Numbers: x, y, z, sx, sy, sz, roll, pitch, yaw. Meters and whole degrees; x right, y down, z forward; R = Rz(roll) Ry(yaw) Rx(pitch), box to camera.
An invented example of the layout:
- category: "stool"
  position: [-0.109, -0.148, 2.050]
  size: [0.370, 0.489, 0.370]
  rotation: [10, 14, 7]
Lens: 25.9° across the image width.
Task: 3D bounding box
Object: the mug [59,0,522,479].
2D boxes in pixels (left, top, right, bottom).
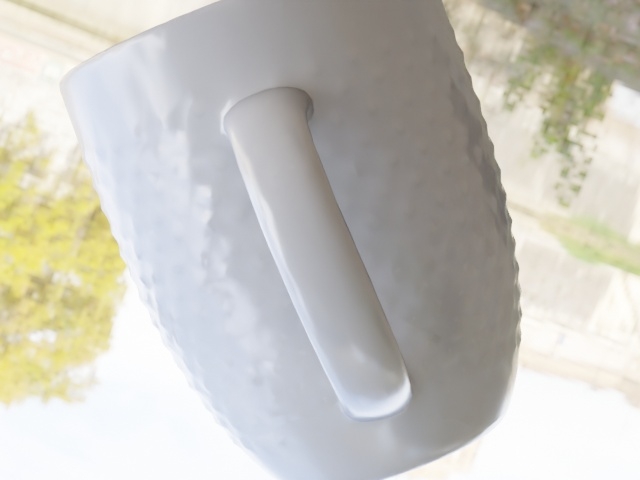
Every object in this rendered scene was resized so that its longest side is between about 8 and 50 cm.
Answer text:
- category: "mug"
  position: [0.000, 0.000, 0.943]
  size: [0.276, 0.328, 0.374]
  rotation: [-20, -177, 1]
